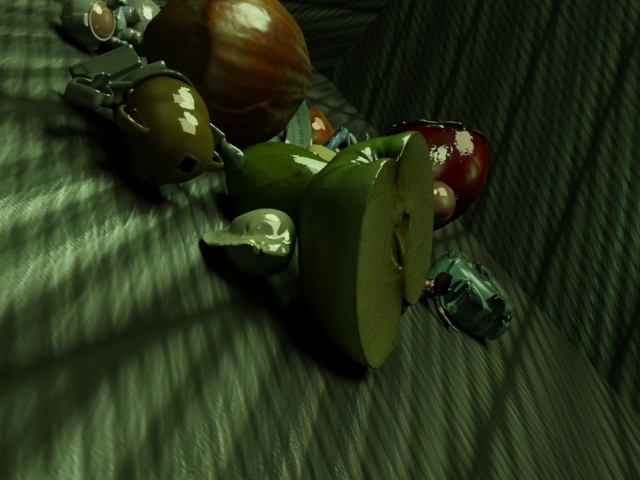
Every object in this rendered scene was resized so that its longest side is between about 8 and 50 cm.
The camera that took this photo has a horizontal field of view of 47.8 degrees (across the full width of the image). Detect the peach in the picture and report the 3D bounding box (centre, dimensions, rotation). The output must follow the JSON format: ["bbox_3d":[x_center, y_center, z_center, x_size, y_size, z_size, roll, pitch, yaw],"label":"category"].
[{"bbox_3d":[0.348,-0.212,2.322,0.353,0.416,0.339,49,11,28],"label":"peach"}]

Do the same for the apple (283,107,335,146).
[{"bbox_3d":[-0.034,-0.319,2.189,0.163,0.139,0.163,52,10,-13],"label":"apple"}]

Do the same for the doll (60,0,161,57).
[{"bbox_3d":[-0.454,-0.475,1.577,0.151,0.151,0.287,44,22,6],"label":"doll"}]

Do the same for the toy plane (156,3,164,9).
[{"bbox_3d":[-0.449,-0.617,2.017,0.326,0.104,0.223,38,44,-2],"label":"toy plane"}]

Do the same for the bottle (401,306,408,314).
[{"bbox_3d":[0.085,0.059,1.484,0.120,0.120,0.253,21,28,-54],"label":"bottle"}]

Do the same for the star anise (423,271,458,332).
[{"bbox_3d":[0.284,0.157,1.852,0.141,0.144,0.158,0,-17,29],"label":"star anise"}]

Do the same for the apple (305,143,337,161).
[{"bbox_3d":[0.057,-0.082,1.707,0.293,0.163,0.251,20,29,-22],"label":"apple"}]

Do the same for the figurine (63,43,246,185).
[{"bbox_3d":[-0.274,-0.202,1.206,0.343,0.167,0.285,-6,38,-38],"label":"figurine"}]

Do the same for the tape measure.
[{"bbox_3d":[0.422,0.148,2.023,0.256,0.147,0.275,34,18,-30],"label":"tape measure"}]

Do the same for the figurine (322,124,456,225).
[{"bbox_3d":[0.156,-0.143,2.016,0.388,0.248,0.277,44,-9,-5],"label":"figurine"}]

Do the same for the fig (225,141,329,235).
[{"bbox_3d":[-0.059,-0.106,1.384,0.203,0.225,0.203,51,26,-37],"label":"fig"}]

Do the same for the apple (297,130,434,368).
[{"bbox_3d":[0.102,-0.002,1.220,0.320,0.312,0.360,-127,-156,-55],"label":"apple"}]

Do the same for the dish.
[{"bbox_3d":[-0.150,-0.281,1.786,0.273,0.134,0.273,16,70,-52],"label":"dish"}]

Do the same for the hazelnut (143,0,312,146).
[{"bbox_3d":[-0.192,-0.370,1.514,0.372,0.372,0.315,36,-12,-22],"label":"hazelnut"}]

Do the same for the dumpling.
[{"bbox_3d":[-0.117,0.003,1.181,0.155,0.181,0.111,10,64,-16],"label":"dumpling"}]
